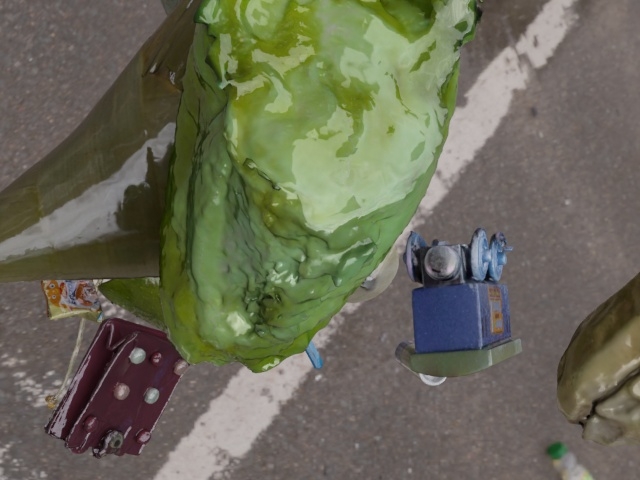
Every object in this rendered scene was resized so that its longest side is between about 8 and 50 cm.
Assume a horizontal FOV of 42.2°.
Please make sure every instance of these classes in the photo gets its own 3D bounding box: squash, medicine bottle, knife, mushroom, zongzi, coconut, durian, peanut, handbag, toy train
[{"bbox_3d":[-0.247,0.070,1.454,0.252,0.093,0.169,28,65,5],"label":"squash"},{"bbox_3d":[0.195,0.237,1.632,0.059,0.231,0.059,0,90,-5],"label":"medicine bottle"},{"bbox_3d":[-0.072,0.172,1.942,0.296,0.026,0.044,62,30,-2],"label":"knife"},{"bbox_3d":[-0.496,0.205,1.691,0.026,0.028,0.286,21,75,-3],"label":"mushroom"},{"bbox_3d":[-0.135,-0.153,0.750,0.418,0.181,0.446,-5,120,-42],"label":"zongzi"},{"bbox_3d":[0.085,0.046,2.009,0.202,0.202,0.222,29,19,-31],"label":"coconut"},{"bbox_3d":[-0.025,-0.056,0.615,0.205,0.339,0.255,25,45,-9],"label":"durian"},{"bbox_3d":[0.309,0.061,0.691,0.130,0.290,0.130,26,25,-13],"label":"peanut"},{"bbox_3d":[-0.309,0.239,1.310,0.216,0.074,0.203,-64,153,-8],"label":"handbag"},{"bbox_3d":[0.201,0.087,1.183,0.300,0.131,0.201,7,78,-68],"label":"toy train"}]

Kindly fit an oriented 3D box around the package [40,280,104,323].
[{"bbox_3d":[-0.418,0.091,1.392,0.121,0.031,0.108,17,42,-50],"label":"package"}]

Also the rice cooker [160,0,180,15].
[{"bbox_3d":[-0.024,-0.385,1.066,0.335,0.335,0.325,37,60,-27],"label":"rice cooker"}]
